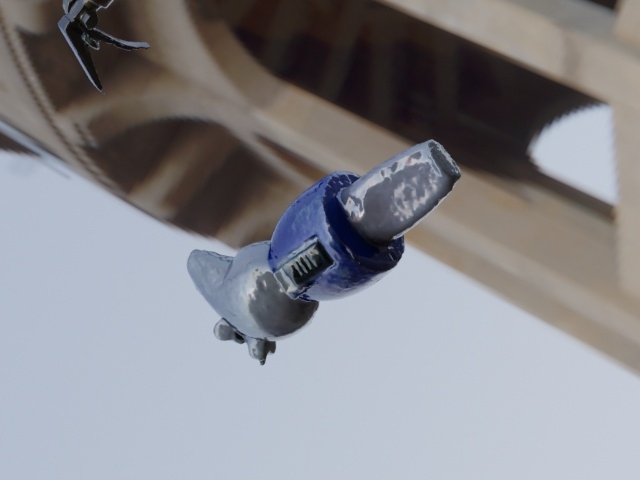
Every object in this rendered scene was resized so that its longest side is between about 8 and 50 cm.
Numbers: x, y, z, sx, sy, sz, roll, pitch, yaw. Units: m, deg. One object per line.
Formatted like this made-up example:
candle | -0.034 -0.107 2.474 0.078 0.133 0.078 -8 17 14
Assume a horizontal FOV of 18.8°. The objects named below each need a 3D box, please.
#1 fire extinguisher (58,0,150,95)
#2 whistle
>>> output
fire extinguisher | -0.032 -0.125 0.554 0.173 0.049 0.035 -53 -9 6
whistle | 0.000 0.000 0.466 0.083 0.033 0.029 -36 5 34
